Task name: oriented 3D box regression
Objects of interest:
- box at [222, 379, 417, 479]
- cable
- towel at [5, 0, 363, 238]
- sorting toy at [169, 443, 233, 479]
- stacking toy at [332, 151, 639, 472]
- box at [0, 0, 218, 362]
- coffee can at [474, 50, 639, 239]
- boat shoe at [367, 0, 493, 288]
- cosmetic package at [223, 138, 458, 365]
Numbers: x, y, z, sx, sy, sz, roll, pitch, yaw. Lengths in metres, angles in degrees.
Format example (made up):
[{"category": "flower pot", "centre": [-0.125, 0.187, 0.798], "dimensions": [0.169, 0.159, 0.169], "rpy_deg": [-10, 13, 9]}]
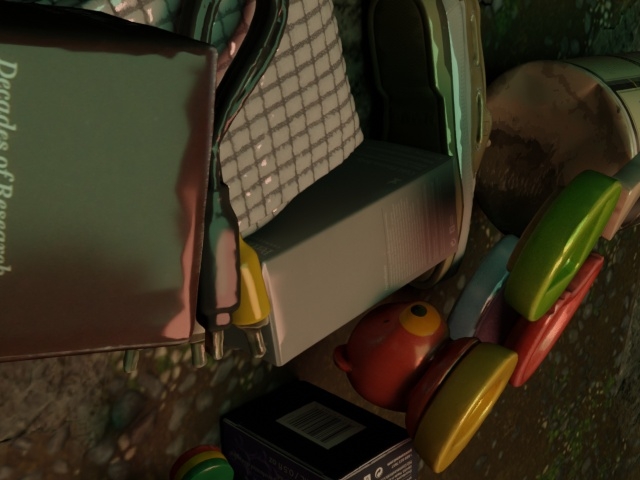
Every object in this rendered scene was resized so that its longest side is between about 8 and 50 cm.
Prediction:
[{"category": "box", "centre": [0.000, 0.259, 0.896], "dimensions": [0.108, 0.153, 0.207], "rpy_deg": [-20, 116, -41]}, {"category": "cable", "centre": [-0.091, -0.041, 0.624], "dimensions": [0.139, 0.072, 0.287], "rpy_deg": [-5, 106, -27]}, {"category": "towel", "centre": [-0.114, -0.100, 0.680], "dimensions": [0.284, 0.121, 0.235], "rpy_deg": [-38, 136, -26]}, {"category": "sorting toy", "centre": [-0.125, 0.277, 0.827], "dimensions": [0.132, 0.046, 0.274], "rpy_deg": [12, 116, -45]}, {"category": "stacking toy", "centre": [0.158, 0.026, 0.869], "dimensions": [0.309, 0.130, 0.279], "rpy_deg": [-24, 142, -57]}, {"category": "box", "centre": [-0.252, -0.035, 0.371], "dimensions": [0.381, 0.191, 0.143], "rpy_deg": [0, 106, -33]}, {"category": "coffee can", "centre": [0.324, -0.111, 1.083], "dimensions": [0.275, 0.201, 0.201], "rpy_deg": [-14, 113, -43]}, {"category": "boat shoe", "centre": [0.118, -0.101, 0.931], "dimensions": [0.103, 0.113, 0.302], "rpy_deg": [-23, 121, -39]}, {"category": "cosmetic package", "centre": [0.000, 0.000, 0.831], "dimensions": [0.238, 0.127, 0.107], "rpy_deg": [-27, 122, -41]}]
